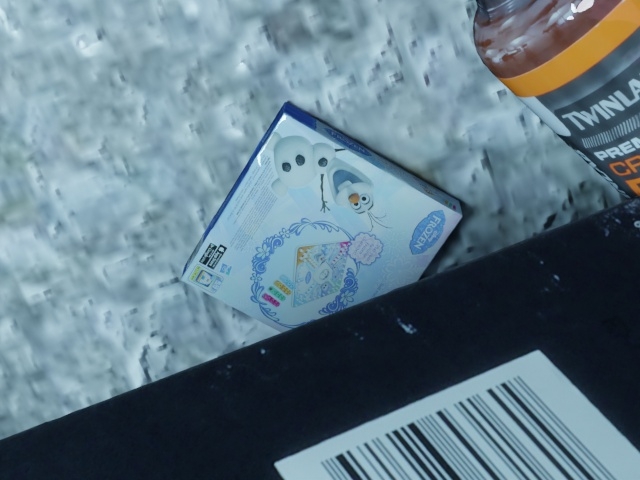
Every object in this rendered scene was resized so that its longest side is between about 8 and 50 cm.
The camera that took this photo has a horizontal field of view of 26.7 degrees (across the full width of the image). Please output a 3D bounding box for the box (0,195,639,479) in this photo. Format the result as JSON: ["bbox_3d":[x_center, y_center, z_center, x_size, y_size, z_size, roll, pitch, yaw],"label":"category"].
[{"bbox_3d":[0.028,0.181,0.481,0.296,0.183,0.294,-19,136,-26],"label":"box"}]

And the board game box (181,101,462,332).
[{"bbox_3d":[0.000,0.000,0.588,0.090,0.020,0.090,30,110,-11],"label":"board game box"}]

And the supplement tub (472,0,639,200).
[{"bbox_3d":[0.131,-0.072,0.510,0.198,0.106,0.106,39,108,-15],"label":"supplement tub"}]
